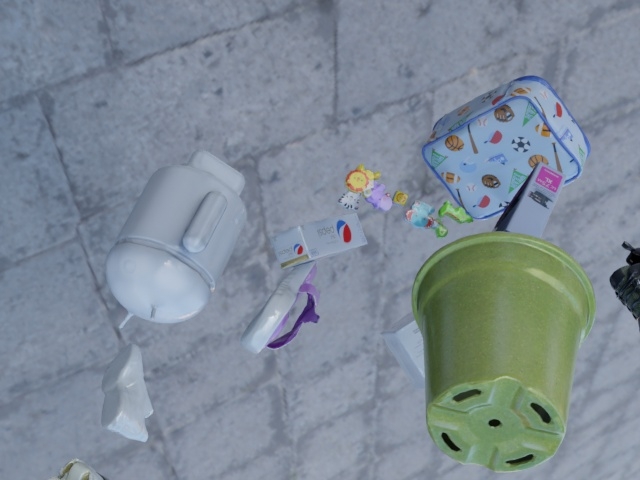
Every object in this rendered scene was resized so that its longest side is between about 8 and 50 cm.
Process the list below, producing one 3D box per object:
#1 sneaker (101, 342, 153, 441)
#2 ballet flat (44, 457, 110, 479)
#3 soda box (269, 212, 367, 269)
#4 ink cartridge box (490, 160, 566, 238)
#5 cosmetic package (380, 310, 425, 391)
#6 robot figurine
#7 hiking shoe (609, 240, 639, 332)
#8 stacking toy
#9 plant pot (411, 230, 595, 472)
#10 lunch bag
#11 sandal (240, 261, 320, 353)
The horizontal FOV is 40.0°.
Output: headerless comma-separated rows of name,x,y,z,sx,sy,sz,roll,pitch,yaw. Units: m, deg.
sneaker,-0.340,0.279,1.590,0.080,0.212,0.094,-40,120,21
ballet flat,-0.385,0.391,1.316,0.096,0.095,0.280,-66,164,15
soda box,0.000,0.000,1.675,0.074,0.069,0.216,-22,175,33
ink cartridge box,0.293,0.022,1.404,0.311,0.065,0.186,-56,174,-47
cosmetic package,0.239,0.216,1.849,0.151,0.151,0.183,-32,178,-9
robot figurine,-0.264,0.004,1.618,0.200,0.353,0.300,31,150,-15
hiking shoe,0.502,0.096,1.371,0.227,0.114,0.086,-62,167,-46
stacking toy,0.137,-0.056,1.515,0.167,0.221,0.052,131,-19,-81
plant pot,0.251,0.171,1.236,0.276,0.254,0.276,7,128,9
lunch bag,0.367,-0.173,1.760,0.303,0.243,0.115,-26,-156,43
sandal,-0.058,0.143,1.686,0.169,0.102,0.416,-53,179,16
